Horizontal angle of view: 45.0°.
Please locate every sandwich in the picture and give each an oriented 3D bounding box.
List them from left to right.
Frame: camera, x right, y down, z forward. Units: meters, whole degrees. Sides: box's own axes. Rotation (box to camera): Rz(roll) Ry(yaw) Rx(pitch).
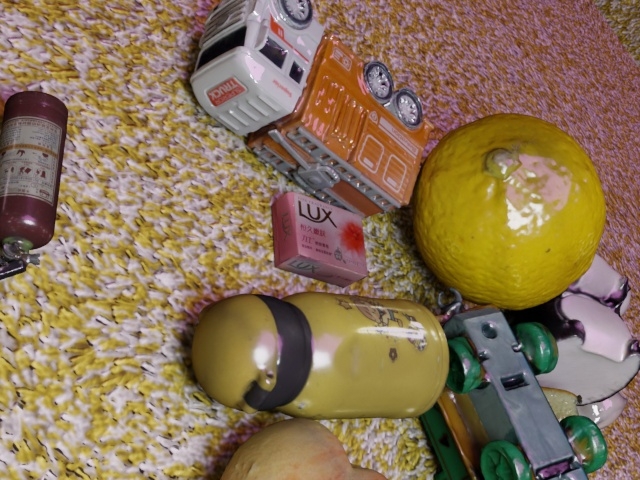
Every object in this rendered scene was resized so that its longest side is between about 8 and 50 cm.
[{"bbox_3d":[0.377,0.351,1.325,0.236,0.128,0.122,83,14,-53],"label":"sandwich"}]

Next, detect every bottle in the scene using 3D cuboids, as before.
[{"bbox_3d":[-0.003,0.146,1.001,0.351,0.171,0.172,12,61,-42],"label":"bottle"}]

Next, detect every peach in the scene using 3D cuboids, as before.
[{"bbox_3d":[-0.030,0.328,0.876,0.232,0.232,0.233,23,54,-36],"label":"peach"}]

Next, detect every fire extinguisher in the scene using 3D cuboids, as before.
[{"bbox_3d":[-0.338,-0.054,0.848,0.099,0.071,0.231,6,63,-13],"label":"fire extinguisher"}]

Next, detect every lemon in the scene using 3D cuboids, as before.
[{"bbox_3d":[0.304,-0.046,1.263,0.336,0.336,0.336,23,54,-36],"label":"lemon"}]

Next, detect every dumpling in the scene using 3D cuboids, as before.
[{"bbox_3d":[0.520,0.311,1.511,0.188,0.108,0.127,-17,55,-35],"label":"dumpling"}]

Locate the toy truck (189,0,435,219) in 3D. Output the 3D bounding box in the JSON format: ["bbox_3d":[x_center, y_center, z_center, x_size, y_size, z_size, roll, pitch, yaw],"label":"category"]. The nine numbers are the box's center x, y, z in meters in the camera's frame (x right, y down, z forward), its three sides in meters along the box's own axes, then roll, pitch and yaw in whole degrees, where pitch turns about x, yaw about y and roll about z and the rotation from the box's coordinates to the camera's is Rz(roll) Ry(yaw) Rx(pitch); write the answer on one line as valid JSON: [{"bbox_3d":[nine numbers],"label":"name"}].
[{"bbox_3d":[-0.014,-0.196,1.177,0.387,0.173,0.207,35,57,-32],"label":"toy truck"}]

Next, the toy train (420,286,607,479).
[{"bbox_3d":[0.253,0.279,1.146,0.178,0.249,0.429,-8,60,-27],"label":"toy train"}]

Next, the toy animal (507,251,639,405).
[{"bbox_3d":[0.447,0.129,1.446,0.251,0.251,0.310,38,35,-25],"label":"toy animal"}]

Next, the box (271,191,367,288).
[{"bbox_3d":[0.000,0.000,1.169,0.156,0.060,0.111,17,56,-40],"label":"box"}]
